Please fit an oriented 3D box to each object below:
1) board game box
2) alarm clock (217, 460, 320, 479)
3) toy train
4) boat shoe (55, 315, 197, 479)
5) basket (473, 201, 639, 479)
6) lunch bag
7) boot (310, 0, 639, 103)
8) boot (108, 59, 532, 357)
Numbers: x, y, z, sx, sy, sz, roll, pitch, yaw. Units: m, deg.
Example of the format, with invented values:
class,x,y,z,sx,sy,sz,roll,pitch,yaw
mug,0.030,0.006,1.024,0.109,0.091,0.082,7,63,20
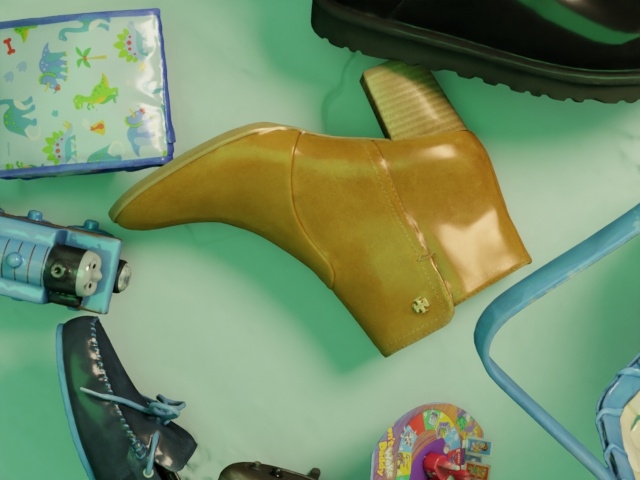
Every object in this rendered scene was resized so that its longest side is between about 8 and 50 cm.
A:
class,x,y,z,sx,sy,sz,roll,pitch,yaw
board game box,0.093,0.212,1.242,0.033,0.133,0.169,6,93,45
alarm clock,-0.023,0.215,1.225,0.129,0.192,0.064,18,93,6
toy train,-0.248,0.012,1.293,0.184,0.105,0.080,13,94,7
boat shoe,-0.138,0.174,1.297,0.089,0.109,0.258,-18,106,7
basket,0.266,0.082,0.991,0.255,0.201,0.289,-35,118,10
lunch bag,-0.192,-0.116,1.286,0.151,0.096,0.129,-5,91,18
boot,0.147,-0.245,1.152,0.348,0.131,0.260,9,131,8
boot,0.001,0.000,1.259,0.295,0.104,0.211,-24,88,4
